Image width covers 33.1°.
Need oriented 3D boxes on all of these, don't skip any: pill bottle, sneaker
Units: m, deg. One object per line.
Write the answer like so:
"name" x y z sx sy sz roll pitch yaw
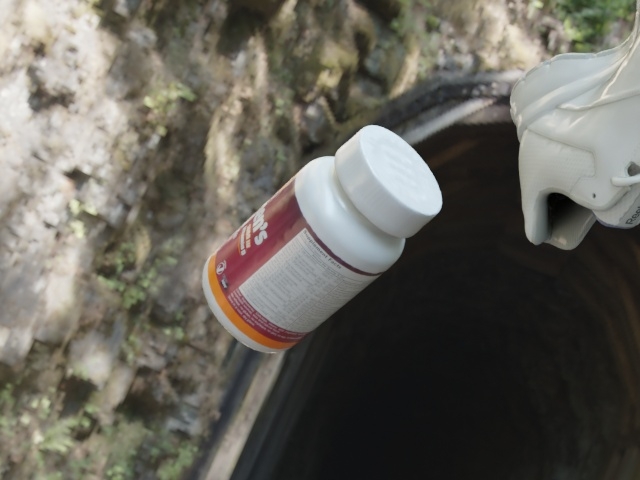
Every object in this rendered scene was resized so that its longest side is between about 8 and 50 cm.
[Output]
"pill bottle" 0.000 0.000 0.994 0.121 0.121 0.221 31 -55 -28
"sneaker" 0.216 -0.079 0.661 0.111 0.129 0.297 12 -21 -14
